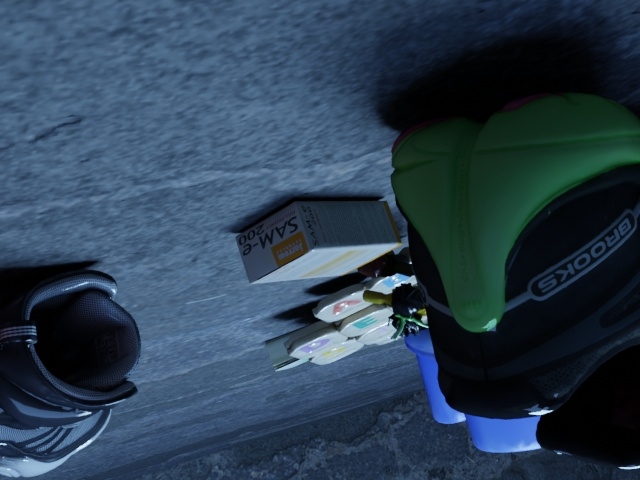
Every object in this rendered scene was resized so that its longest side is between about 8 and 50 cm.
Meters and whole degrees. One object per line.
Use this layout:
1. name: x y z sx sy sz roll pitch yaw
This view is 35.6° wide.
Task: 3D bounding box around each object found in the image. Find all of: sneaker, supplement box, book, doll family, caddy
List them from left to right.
1. sneaker: -0.175 0.093 0.669 0.153 0.101 0.268 -19 165 14
2. supplement box: 0.000 0.000 0.680 0.062 0.036 0.098 -29 164 37
3. book: 0.018 0.110 1.173 0.144 0.035 0.096 -24 167 11
4. doll family: 0.106 0.044 0.783 0.192 0.076 0.111 3 179 16
5. caddy: 0.274 0.121 1.242 0.341 0.179 0.241 -15 -169 -18
6. sneaker: 0.201 0.046 0.669 0.185 0.202 0.482 -6 169 41

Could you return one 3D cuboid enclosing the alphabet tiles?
1. alphabet tiles: 0.106 0.061 1.040 0.284 0.021 0.278 -26 161 10
